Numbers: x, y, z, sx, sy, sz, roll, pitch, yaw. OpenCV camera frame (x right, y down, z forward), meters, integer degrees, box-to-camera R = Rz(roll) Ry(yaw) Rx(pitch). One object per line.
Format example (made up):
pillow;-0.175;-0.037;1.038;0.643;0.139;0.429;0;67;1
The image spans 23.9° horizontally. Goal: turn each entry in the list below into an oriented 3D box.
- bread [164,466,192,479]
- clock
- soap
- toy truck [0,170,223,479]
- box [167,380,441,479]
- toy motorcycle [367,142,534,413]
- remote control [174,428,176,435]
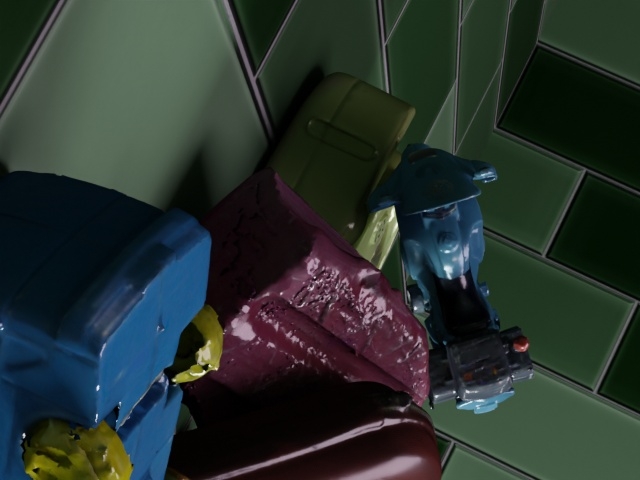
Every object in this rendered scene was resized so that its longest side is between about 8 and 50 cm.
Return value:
bread;-0.165;0.185;1.103;0.084;0.139;0.074;71;41;-65
clock;0.000;0.000;1.595;0.286;0.117;0.348;-62;169;-11
soap;-0.023;0.095;1.327;0.220;0.127;0.325;-40;141;6
toy truck;-0.174;0.142;0.912;0.161;0.162;0.385;-52;163;-51
box;-0.082;0.254;1.255;0.404;0.108;0.263;-15;138;-25
toy motorcycle;0.124;0.028;1.417;0.182;0.124;0.272;83;-8;-82
remote control;-0.170;0.178;1.368;0.078;0.042;0.221;-62;170;-12
